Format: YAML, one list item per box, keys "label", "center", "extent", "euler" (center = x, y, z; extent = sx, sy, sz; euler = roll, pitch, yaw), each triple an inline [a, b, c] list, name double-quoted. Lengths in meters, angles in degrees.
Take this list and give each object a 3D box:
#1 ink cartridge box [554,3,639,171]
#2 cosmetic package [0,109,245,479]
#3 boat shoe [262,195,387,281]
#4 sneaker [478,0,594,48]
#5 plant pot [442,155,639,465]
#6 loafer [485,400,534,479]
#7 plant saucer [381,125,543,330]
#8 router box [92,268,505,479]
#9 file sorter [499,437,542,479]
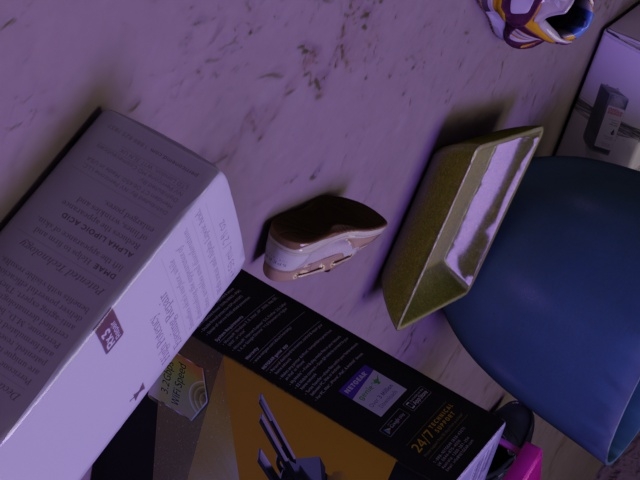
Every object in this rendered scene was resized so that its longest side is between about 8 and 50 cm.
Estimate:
- label: "ink cartridge box"
  center: [0.350, -0.150, 1.838]
  extent: [0.158, 0.092, 0.218]
  euler: [-37, 152, -51]
- label: "cosmetic package"
  center: [-0.142, 0.055, 0.867]
  extent: [0.231, 0.085, 0.117]
  euler: [-55, 160, -20]
- label: "boat shoe"
  center: [0.000, 0.000, 1.219]
  extent: [0.135, 0.050, 0.045]
  euler: [-13, 134, -53]
- label: "sneaker"
  center: [0.191, -0.189, 1.374]
  extent: [0.069, 0.084, 0.185]
  euler: [-63, 161, 6]
- label: "plant pot"
  center: [0.268, 0.046, 1.686]
  extent: [0.293, 0.235, 0.293]
  euler: [-50, 159, -27]
- label: "loafer"
  center: [0.235, 0.282, 2.192]
  extent: [0.223, 0.076, 0.078]
  euler: [-45, 156, -47]
- label: "plant saucer"
  center: [0.123, -0.024, 1.503]
  extent: [0.188, 0.045, 0.188]
  euler: [-20, 137, -63]
- label: "router box"
  center: [-0.034, 0.185, 1.091]
  extent: [0.081, 0.243, 0.309]
  euler: [-41, 153, -46]
- label: "file sorter"
  center: [0.080, 0.326, 1.691]
  extent: [0.290, 0.182, 0.202]
  euler: [-54, 160, -20]
